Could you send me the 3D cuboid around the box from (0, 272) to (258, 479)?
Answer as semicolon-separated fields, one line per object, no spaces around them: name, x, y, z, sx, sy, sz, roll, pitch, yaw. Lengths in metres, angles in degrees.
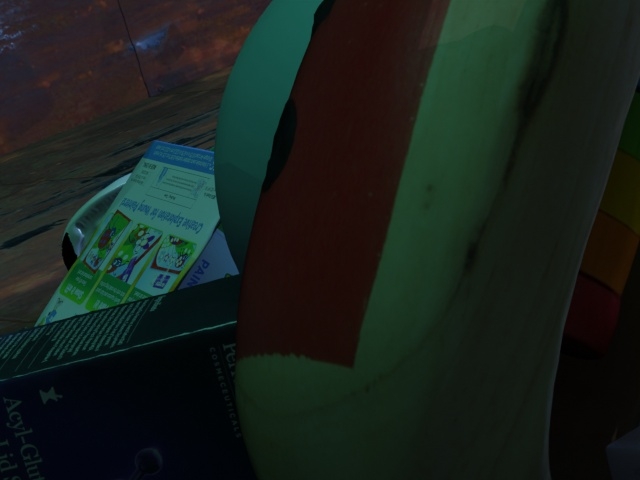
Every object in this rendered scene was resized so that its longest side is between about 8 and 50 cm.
box;-0.106;0.120;1.059;0.207;0.153;0.108;-16;12;9

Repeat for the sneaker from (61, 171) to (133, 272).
sneaker;-0.088;-0.033;1.830;0.322;0.130;0.236;-22;3;-2

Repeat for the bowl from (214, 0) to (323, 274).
bowl;0.097;-0.039;1.089;0.311;0.312;0.163;-18;9;-5

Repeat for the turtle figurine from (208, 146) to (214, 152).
turtle figurine;0.000;0.000;1.522;0.118;0.175;0.234;-42;-35;27

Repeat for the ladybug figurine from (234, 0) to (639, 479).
ladybug figurine;0.083;-0.035;0.876;0.162;0.449;0.305;15;-14;24

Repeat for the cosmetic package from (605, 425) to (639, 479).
cosmetic package;0.257;0.088;0.875;0.231;0.086;0.117;-24;14;-35

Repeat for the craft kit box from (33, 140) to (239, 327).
craft kit box;-0.131;0.050;1.322;0.247;0.061;0.250;-55;20;-7
